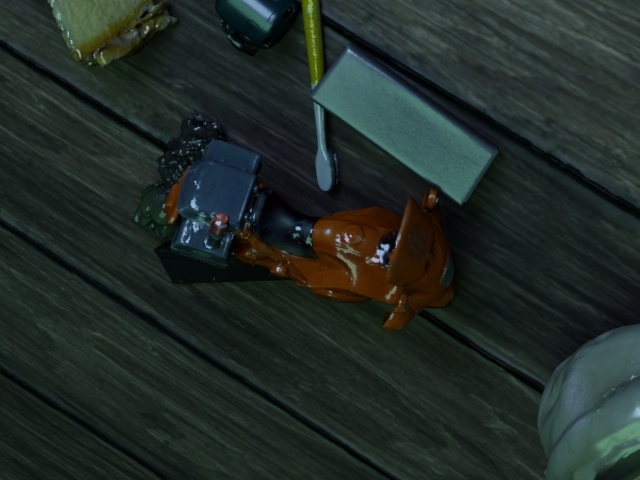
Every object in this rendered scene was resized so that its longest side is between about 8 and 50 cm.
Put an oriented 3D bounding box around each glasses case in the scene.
[{"bbox_3d":[0.084,-0.116,1.156,0.190,0.042,0.072,36,98,2],"label":"glasses case"}]

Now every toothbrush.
[{"bbox_3d":[-0.003,-0.184,1.182,0.021,0.024,0.288,6,120,21],"label":"toothbrush"}]

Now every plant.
[{"bbox_3d":[-0.156,-0.067,1.300,0.085,0.087,0.174,55,128,26],"label":"plant"}]

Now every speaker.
[{"bbox_3d":[-0.072,-0.222,1.166,0.075,0.060,0.094,38,129,2],"label":"speaker"}]

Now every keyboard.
[{"bbox_3d":[-0.105,0.024,1.365,0.195,0.018,0.060,-2,125,28],"label":"keyboard"}]

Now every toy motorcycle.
[{"bbox_3d":[0.000,0.000,1.181,0.326,0.148,0.221,19,162,-6],"label":"toy motorcycle"}]

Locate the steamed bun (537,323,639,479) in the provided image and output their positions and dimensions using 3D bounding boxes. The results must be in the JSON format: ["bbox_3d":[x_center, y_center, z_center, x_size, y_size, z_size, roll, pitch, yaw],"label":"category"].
[{"bbox_3d":[0.367,0.261,1.116,0.339,0.247,0.352,4,133,28],"label":"steamed bun"}]

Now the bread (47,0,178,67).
[{"bbox_3d":[-0.256,-0.248,1.223,0.152,0.127,0.147,-8,116,49],"label":"bread"}]
